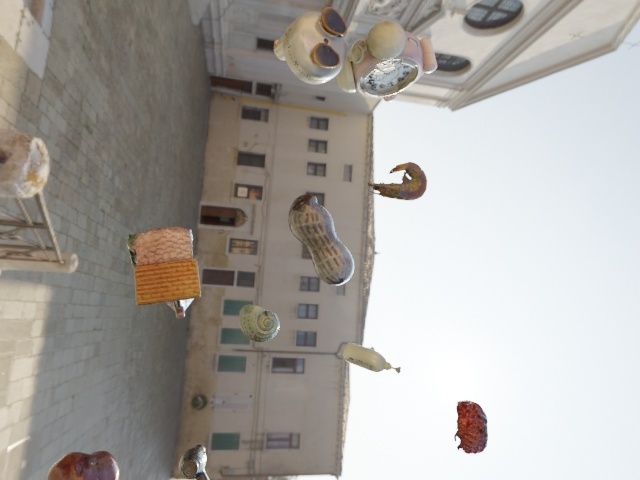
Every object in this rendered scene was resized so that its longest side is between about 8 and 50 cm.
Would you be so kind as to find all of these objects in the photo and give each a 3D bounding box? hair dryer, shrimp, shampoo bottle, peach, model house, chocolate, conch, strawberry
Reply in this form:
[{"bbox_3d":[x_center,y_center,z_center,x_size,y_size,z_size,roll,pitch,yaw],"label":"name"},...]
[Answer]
[{"bbox_3d":[-0.306,0.668,1.116,0.219,0.075,0.195,55,-15,9],"label":"hair dryer"},{"bbox_3d":[0.299,-0.220,1.549,0.068,0.248,0.150,-168,-109,-70],"label":"shrimp"},{"bbox_3d":[0.137,0.314,1.061,0.045,0.151,0.077,-58,146,-31],"label":"shampoo bottle"},{"bbox_3d":[-0.562,0.582,0.978,0.152,0.152,0.152,-176,-90,-80],"label":"peach"},{"bbox_3d":[-0.503,0.122,1.316,0.237,0.202,0.237,113,-34,-49],"label":"model house"},{"bbox_3d":[0.000,0.000,0.695,0.167,0.072,0.072,60,-12,0],"label":"chocolate"},{"bbox_3d":[-0.117,0.153,0.739,0.085,0.076,0.057,-40,-162,43],"label":"conch"},{"bbox_3d":[0.422,0.520,1.136,0.145,0.086,0.145,0,90,-68],"label":"strawberry"}]

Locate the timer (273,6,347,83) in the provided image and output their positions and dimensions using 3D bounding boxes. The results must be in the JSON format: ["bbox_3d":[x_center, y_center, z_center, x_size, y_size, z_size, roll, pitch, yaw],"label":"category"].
[{"bbox_3d":[-0.031,-0.678,1.454,0.240,0.233,0.234,4,-91,58],"label":"timer"}]

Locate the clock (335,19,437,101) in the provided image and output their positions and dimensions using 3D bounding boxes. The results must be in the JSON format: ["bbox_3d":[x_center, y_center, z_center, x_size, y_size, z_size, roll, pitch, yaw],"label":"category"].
[{"bbox_3d":[0.256,-0.714,1.641,0.342,0.325,0.184,-33,-110,48],"label":"clock"}]
